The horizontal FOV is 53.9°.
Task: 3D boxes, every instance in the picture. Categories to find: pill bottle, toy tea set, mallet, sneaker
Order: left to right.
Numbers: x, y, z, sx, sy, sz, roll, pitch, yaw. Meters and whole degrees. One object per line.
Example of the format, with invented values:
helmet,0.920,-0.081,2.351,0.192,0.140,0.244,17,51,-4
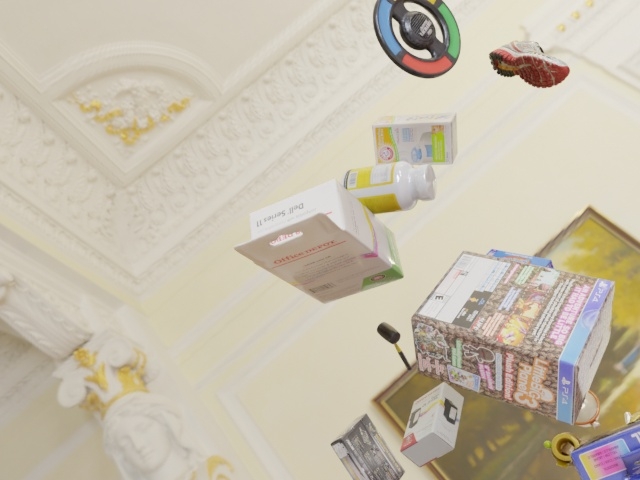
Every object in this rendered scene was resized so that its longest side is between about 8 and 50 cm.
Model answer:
pill bottle,0.142,-0.109,1.306,0.103,0.184,0.103,19,-112,-60
mallet,0.211,0.291,1.665,0.039,0.062,0.189,-41,-58,-12
sneaker,0.501,-0.431,1.486,0.093,0.225,0.088,-37,-50,-7
toy tea set,0.728,0.485,1.546,0.124,0.336,0.200,44,-120,-50

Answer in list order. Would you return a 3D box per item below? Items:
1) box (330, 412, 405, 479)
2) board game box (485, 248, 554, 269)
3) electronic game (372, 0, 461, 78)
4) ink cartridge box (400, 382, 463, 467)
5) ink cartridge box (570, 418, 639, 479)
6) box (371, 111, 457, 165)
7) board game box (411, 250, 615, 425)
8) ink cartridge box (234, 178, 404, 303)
box,0.153,0.691,1.995,0.056,0.231,0.183,-38,-7,30
board game box,0.462,0.123,1.392,0.047,0.160,0.210,-41,-63,-22
electronic game,0.219,-0.471,1.408,0.229,0.229,0.048,-23,-2,-29
ink cartridge box,0.282,0.462,1.584,0.127,0.072,0.175,-47,7,36
ink cartridge box,0.635,0.408,1.172,0.270,0.151,0.395,-30,-23,18
box,0.245,-0.261,1.626,0.103,0.203,0.114,-51,-41,-59
board game box,0.350,0.162,1.147,0.232,0.291,0.141,-43,-47,-40
ink cartridge box,0.000,0.000,1.265,0.207,0.119,0.353,-20,-31,22
